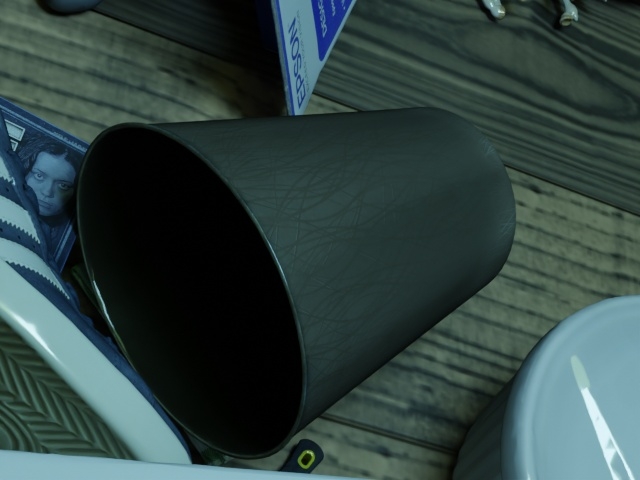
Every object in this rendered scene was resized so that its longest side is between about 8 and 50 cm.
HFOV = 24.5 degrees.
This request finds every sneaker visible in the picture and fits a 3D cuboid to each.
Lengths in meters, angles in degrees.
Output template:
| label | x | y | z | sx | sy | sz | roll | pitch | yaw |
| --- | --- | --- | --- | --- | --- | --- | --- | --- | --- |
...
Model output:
| label | x | y | z | sx | sy | sz | roll | pitch | yaw |
| --- | --- | --- | --- | --- | --- | --- | --- | --- | --- |
| sneaker | -0.181 | -0.004 | 0.756 | 0.350 | 0.131 | 0.148 | 45 | 40 | -8 |

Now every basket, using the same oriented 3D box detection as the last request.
| label | x | y | z | sx | sy | sz | roll | pitch | yaw |
| --- | --- | --- | --- | --- | --- | --- | --- | --- | --- |
| basket | 0.000 | 0.000 | 0.883 | 0.227 | 0.154 | 0.204 | -20 | 70 | -45 |

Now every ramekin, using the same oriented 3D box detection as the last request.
| label | x | y | z | sx | sy | sz | roll | pitch | yaw |
| --- | --- | --- | --- | --- | --- | --- | --- | --- | --- |
| ramekin | 0.204 | 0.179 | 0.937 | 0.273 | 0.127 | 0.273 | 15 | 57 | -24 |

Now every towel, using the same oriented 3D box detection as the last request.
| label | x | y | z | sx | sy | sz | roll | pitch | yaw |
| --- | --- | --- | --- | --- | --- | --- | --- | --- | --- |
| towel | -0.072 | 0.056 | 0.913 | 0.113 | 0.023 | 0.152 | -31 | 80 | -42 |

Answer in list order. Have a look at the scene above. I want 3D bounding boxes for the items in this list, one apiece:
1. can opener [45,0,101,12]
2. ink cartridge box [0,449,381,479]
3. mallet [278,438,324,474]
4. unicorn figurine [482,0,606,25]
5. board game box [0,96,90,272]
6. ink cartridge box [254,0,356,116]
| label | x | y | z | sx | sy | sz | roll | pitch | yaw |
| --- | --- | --- | --- | --- | --- | --- | --- | --- | --- |
| can opener | -0.185 | -0.292 | 1.009 | 0.095 | 0.076 | 0.283 | -13 | 72 | -35 |
| ink cartridge box | -0.039 | 0.227 | 0.541 | 0.279 | 0.385 | 0.160 | 3 | 58 | 2 |
| mallet | -0.056 | 0.175 | 0.845 | 0.062 | 0.039 | 0.190 | 35 | 46 | -6 |
| unicorn figurine | 0.157 | -0.234 | 1.202 | 0.162 | 0.060 | 0.111 | 13 | 51 | -43 |
| board game box | -0.258 | -0.036 | 0.835 | 0.243 | 0.042 | 0.165 | 28 | 52 | -15 |
| ink cartridge box | -0.014 | -0.285 | 0.983 | 0.072 | 0.304 | 0.307 | 11 | 49 | 18 |
